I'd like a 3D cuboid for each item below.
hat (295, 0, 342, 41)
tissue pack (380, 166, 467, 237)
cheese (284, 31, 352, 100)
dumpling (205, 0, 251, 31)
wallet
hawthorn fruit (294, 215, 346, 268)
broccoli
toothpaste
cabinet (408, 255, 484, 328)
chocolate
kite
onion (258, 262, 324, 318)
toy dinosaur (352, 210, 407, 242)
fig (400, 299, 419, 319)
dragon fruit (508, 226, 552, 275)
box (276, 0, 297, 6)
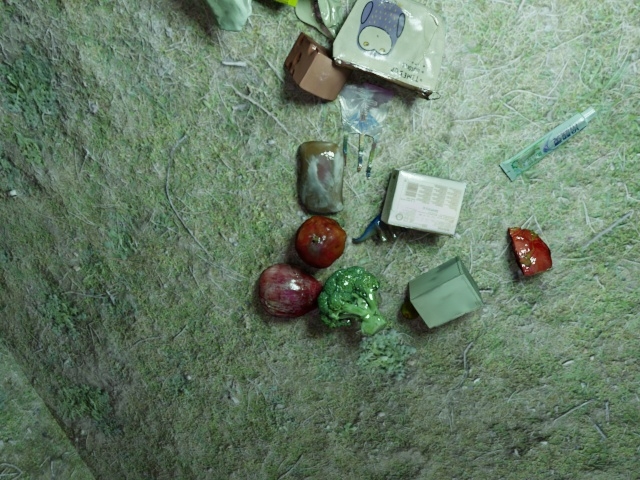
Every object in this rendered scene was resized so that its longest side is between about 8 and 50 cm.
[{"bbox_3d":[-0.005,-0.683,1.341,0.166,0.081,0.122,27,155,13],"label":"hat"},{"bbox_3d":[0.332,-0.125,1.464,0.225,0.124,0.184,11,103,-5],"label":"tissue pack"},{"bbox_3d":[-0.016,-0.520,1.343,0.203,0.177,0.128,35,114,-6],"label":"cheese"},{"bbox_3d":[-0.256,-0.764,1.236,0.212,0.270,0.320,18,87,-4],"label":"dumpling"},{"bbox_3d":[0.215,-0.566,1.287,0.336,0.068,0.274,18,85,-6],"label":"wallet"},{"bbox_3d":[0.000,0.000,1.548,0.190,0.251,0.189,0,87,-1],"label":"hawthorn fruit"},{"bbox_3d":[0.124,0.226,1.617,0.270,0.270,0.269,44,117,26],"label":"broccoli"},{"bbox_3d":[0.708,-0.302,1.399,0.297,0.048,0.075,-38,103,24],"label":"toothpaste"},{"bbox_3d":[0.441,0.187,1.595,0.206,0.145,0.150,-31,105,20],"label":"cabinet"},{"bbox_3d":[-0.002,-0.204,1.525,0.157,0.080,0.253,5,114,12],"label":"chocolate"},{"bbox_3d":[0.126,-0.359,1.484,0.170,0.015,0.309,13,114,5],"label":"kite"},{"bbox_3d":[-0.102,0.204,1.704,0.284,0.120,0.226,-5,117,11],"label":"onion"},{"bbox_3d":[0.205,-0.090,1.571,0.248,0.075,0.188,-16,100,21],"label":"toy dinosaur"},{"bbox_3d":[0.334,0.262,1.676,0.074,0.088,0.073,10,110,29],"label":"fig"},{"bbox_3d":[0.704,0.026,1.500,0.127,0.120,0.160,-20,104,11],"label":"dragon fruit"},{"bbox_3d":[-0.100,-0.849,1.246,0.187,0.047,0.334,32,118,26],"label":"box"}]
